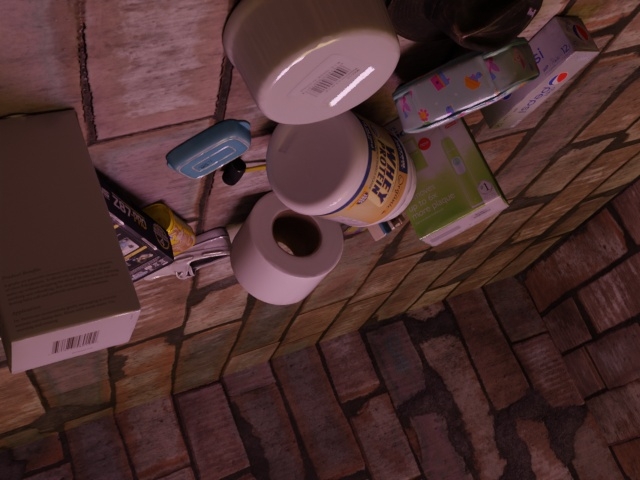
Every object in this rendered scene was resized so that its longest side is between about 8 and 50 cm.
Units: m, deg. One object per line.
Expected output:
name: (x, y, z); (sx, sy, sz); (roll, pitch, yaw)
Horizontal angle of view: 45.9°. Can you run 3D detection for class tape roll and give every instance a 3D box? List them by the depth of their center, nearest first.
tape roll: (-0.086, 0.018, 1.870); (0.246, 0.246, 0.169); (-12, 158, -31)

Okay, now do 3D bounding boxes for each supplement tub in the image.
supplement tub: (0.055, -0.150, 1.592); (0.228, 0.228, 0.316); (-31, 161, 24)

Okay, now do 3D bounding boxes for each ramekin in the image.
ramekin: (-0.006, -0.308, 1.221); (0.277, 0.135, 0.277); (-21, 161, -7)

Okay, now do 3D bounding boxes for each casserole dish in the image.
casserole dish: (-0.217, -0.175, 1.501); (0.188, 0.037, 0.114); (-27, 161, 14)

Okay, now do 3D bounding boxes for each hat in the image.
hat: (0.281, -0.404, 1.305); (0.331, 0.134, 0.331); (-21, 163, -7)

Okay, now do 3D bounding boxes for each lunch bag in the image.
lunch bag: (0.288, -0.312, 1.515); (0.279, 0.108, 0.224); (-20, -172, 31)

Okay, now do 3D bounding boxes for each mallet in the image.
mallet: (-0.133, -0.156, 1.665); (0.189, 0.039, 0.062); (-11, 157, -44)

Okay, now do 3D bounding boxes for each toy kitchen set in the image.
toy kitchen set: (0.220, -0.110, 2.149); (0.166, 0.122, 0.207); (-32, 180, 25)

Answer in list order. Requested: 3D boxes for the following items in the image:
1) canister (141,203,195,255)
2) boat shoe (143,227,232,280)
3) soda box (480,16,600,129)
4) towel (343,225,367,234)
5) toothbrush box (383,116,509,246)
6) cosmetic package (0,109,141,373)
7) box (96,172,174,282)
canister: (-0.367, -0.014, 1.716); (0.126, 0.073, 0.170); (-24, 164, 4)
boat shoe: (-0.345, 0.054, 1.914); (0.258, 0.084, 0.095); (-24, 162, 3)
soda box: (0.477, -0.370, 1.692); (0.091, 0.098, 0.286); (-9, 157, -34)
towel: (0.116, -0.040, 2.331); (0.083, 0.009, 0.060); (-12, 158, -34)
toothbrush box: (0.272, -0.161, 1.735); (0.206, 0.283, 0.122); (-28, 160, 17)
cosmetic package: (-0.433, -0.006, 1.183); (0.196, 0.366, 0.155); (-12, 158, -27)
box: (-0.540, 0.035, 1.498); (0.394, 0.097, 0.318); (-26, 149, 10)
